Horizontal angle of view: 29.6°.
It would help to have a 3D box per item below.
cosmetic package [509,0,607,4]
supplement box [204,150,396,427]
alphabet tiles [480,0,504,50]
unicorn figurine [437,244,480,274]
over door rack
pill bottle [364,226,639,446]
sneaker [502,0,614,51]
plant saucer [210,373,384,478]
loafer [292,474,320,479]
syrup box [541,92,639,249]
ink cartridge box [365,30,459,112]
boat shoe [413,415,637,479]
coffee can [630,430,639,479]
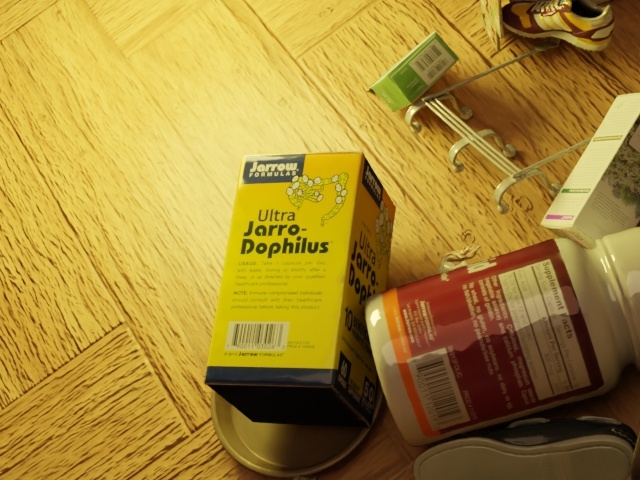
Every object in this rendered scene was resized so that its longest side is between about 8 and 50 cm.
[{"bbox_3d":[0.395,-0.488,1.963,0.225,0.224,0.138,-18,58,9],"label":"cosmetic package"},{"bbox_3d":[-0.021,0.072,1.764,0.195,0.194,0.356,-1,66,19],"label":"supplement box"},{"bbox_3d":[0.267,-0.437,1.961,0.009,0.237,0.198,-10,32,0],"label":"alphabet tiles"},{"bbox_3d":[0.194,0.084,1.824,0.111,0.060,0.162,-3,47,29],"label":"unicorn figurine"},{"bbox_3d":[0.332,-0.192,1.904,0.324,0.108,0.239,-32,55,-17],"label":"over door rack"},{"bbox_3d":[0.276,0.126,1.661,0.392,0.224,0.224,-17,58,7],"label":"pill bottle"},{"bbox_3d":[0.373,-0.362,1.910,0.185,0.084,0.069,15,56,19],"label":"sneaker"},{"bbox_3d":[-0.032,0.230,1.830,0.278,0.041,0.278,-9,59,16],"label":"plant saucer"},{"bbox_3d":[0.032,0.436,1.659,0.092,0.102,0.268,-23,57,-1],"label":"loafer"},{"bbox_3d":[0.433,-0.093,1.772,0.237,0.093,0.096,-57,18,-8],"label":"syrup box"},{"bbox_3d":[0.148,-0.270,1.988,0.109,0.209,0.062,-43,95,-5],"label":"ink cartridge box"},{"bbox_3d":[0.281,0.301,1.648,0.303,0.091,0.114,-3,106,18],"label":"boat shoe"},{"bbox_3d":[0.553,0.269,1.494,0.275,0.201,0.201,23,72,29],"label":"coffee can"}]
